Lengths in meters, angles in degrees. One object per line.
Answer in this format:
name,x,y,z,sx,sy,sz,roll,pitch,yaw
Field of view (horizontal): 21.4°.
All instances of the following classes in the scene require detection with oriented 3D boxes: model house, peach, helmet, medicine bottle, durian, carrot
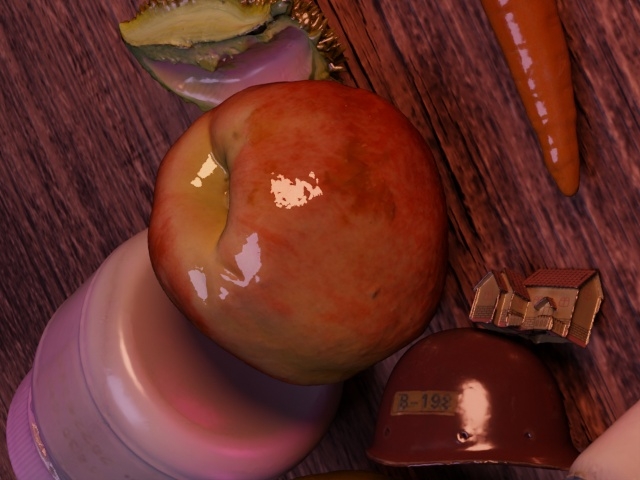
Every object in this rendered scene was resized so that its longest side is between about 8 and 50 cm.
model house,0.160,0.044,1.254,0.083,0.057,0.058,2,71,53
peach,0.000,0.000,1.312,0.232,0.257,0.232,-24,55,39
helmet,0.121,0.120,1.287,0.175,0.155,0.106,4,91,46
medicine bottle,-0.142,0.137,1.526,0.241,0.241,0.302,61,143,8
durian,-0.054,-0.166,1.384,0.221,0.095,0.137,5,148,48
carrot,0.129,-0.188,1.168,0.069,0.069,0.336,-9,104,53

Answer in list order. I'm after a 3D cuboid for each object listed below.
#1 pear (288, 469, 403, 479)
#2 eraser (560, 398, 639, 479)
pear,0.039,0.318,1.378,0.321,0.269,0.269,38,137,54
eraser,0.275,0.209,1.021,0.331,0.150,0.331,44,163,17
